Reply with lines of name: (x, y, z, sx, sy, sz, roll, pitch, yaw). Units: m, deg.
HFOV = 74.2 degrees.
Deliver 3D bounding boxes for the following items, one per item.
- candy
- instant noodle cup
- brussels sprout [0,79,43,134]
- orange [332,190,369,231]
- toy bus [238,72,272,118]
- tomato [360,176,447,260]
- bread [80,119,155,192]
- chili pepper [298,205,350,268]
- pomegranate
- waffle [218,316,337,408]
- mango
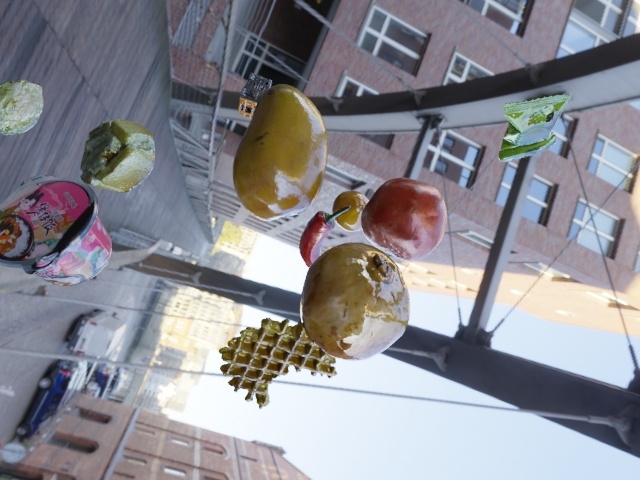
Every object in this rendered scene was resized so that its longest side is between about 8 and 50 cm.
candy: (0.519, -0.284, 1.042, 0.246, 0.149, 0.069, 38, 39, -67)
instant noodle cup: (-0.639, -0.003, 1.044, 0.181, 0.258, 0.302, 82, -7, -55)
brussels sprout: (-0.882, -0.385, 1.221, 0.181, 0.100, 0.139, -60, 165, 5)
orange: (0.122, -0.113, 1.585, 0.136, 0.159, 0.159, -34, -145, 55)
toy bus: (-0.229, -0.503, 1.470, 0.194, 0.083, 0.088, -82, -166, -47)
tomato: (0.231, -0.060, 1.133, 0.188, 0.232, 0.232, -150, -98, -88)
bread: (-0.560, -0.240, 1.169, 0.257, 0.124, 0.186, -15, -102, 38)
chili pepper: (-0.007, 0.004, 1.462, 0.368, 0.137, 0.092, 109, -32, -51)
pomegranate: (0.070, 0.119, 0.864, 0.248, 0.248, 0.248, -158, -90, -77)
waffle: (-0.117, 0.305, 1.101, 0.293, 0.259, 0.069, -26, -152, 8)
mango: (-0.085, -0.198, 0.963, 0.173, 0.211, 0.317, -7, -110, 62)
